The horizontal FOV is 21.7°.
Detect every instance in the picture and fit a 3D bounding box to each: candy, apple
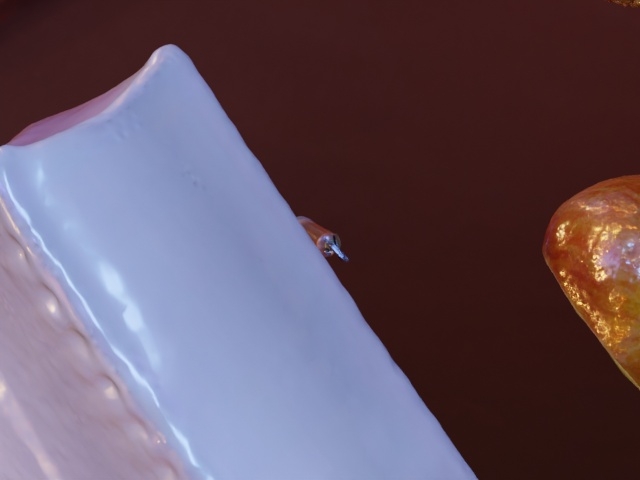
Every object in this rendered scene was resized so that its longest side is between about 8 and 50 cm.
[{"bbox_3d":[-0.066,0.094,0.871,0.145,0.359,0.208,-38,5,-36],"label":"candy"},{"bbox_3d":[0.275,0.034,1.328,0.160,0.195,0.173,-47,34,-2],"label":"apple"}]

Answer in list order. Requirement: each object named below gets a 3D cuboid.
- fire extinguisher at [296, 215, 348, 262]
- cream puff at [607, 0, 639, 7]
[{"bbox_3d":[0.000,0.000,1.399,0.022,0.028,0.083,-47,26,-6],"label":"fire extinguisher"},{"bbox_3d":[0.226,-0.241,1.216,0.126,0.103,0.144,-3,92,48],"label":"cream puff"}]
